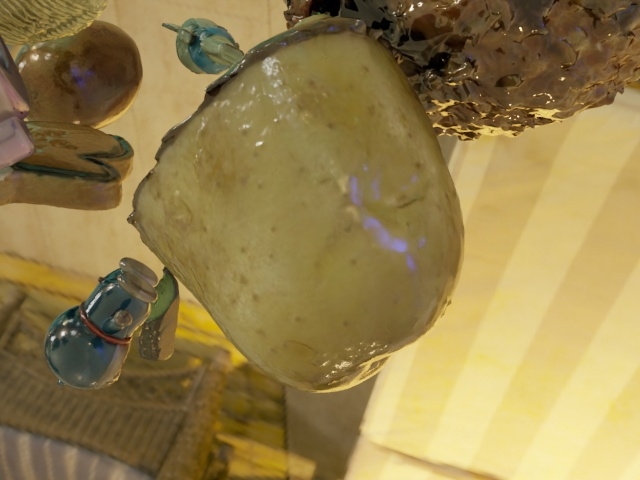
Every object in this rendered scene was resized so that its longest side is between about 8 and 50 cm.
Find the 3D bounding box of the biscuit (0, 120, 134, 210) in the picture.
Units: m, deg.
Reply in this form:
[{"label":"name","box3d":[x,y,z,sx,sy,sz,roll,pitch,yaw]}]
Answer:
[{"label":"biscuit","box3d":[-0.391,-0.109,1.600,0.287,0.343,0.057,23,114,34]}]

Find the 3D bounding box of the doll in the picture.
[{"label":"doll","box3d":[-0.219,0.090,1.160,0.085,0.114,0.152,33,106,-18]}]

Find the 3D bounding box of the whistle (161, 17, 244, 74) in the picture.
[{"label":"whistle","box3d":[-0.149,-0.258,1.581,0.114,0.077,0.235,24,-174,-22]}]

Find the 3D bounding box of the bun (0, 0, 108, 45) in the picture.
[{"label":"bun","box3d":[-0.411,-0.368,1.640,0.220,0.134,0.220,-13,166,-3]}]

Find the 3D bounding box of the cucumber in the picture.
[{"label":"cucumber","box3d":[-0.246,0.126,1.768,0.046,0.070,0.220,36,147,17]}]

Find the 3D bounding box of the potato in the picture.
[{"label":"potato","box3d":[0.000,0.000,0.861,0.242,0.242,0.285,31,132,-9]}]

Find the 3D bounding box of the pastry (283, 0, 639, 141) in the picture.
[{"label":"pastry","box3d":[0.125,-0.236,1.091,0.337,0.405,0.292,-9,96,-2]}]

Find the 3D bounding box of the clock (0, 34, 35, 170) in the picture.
[{"label":"clock","box3d":[-0.457,-0.251,1.376,0.113,0.295,0.322,-28,143,-3]}]

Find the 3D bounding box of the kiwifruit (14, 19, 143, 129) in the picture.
[{"label":"kiwifruit","box3d":[-0.409,-0.282,2.001,0.196,0.234,0.196,24,129,33]}]
